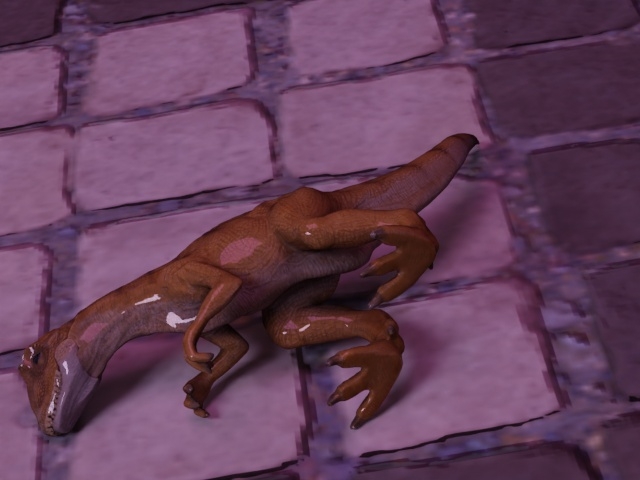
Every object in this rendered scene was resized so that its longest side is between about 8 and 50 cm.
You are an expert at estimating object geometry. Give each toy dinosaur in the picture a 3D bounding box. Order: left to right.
[{"bbox_3d":[0.000,0.000,0.646,0.211,0.064,0.112,-26,34,-25],"label":"toy dinosaur"}]
